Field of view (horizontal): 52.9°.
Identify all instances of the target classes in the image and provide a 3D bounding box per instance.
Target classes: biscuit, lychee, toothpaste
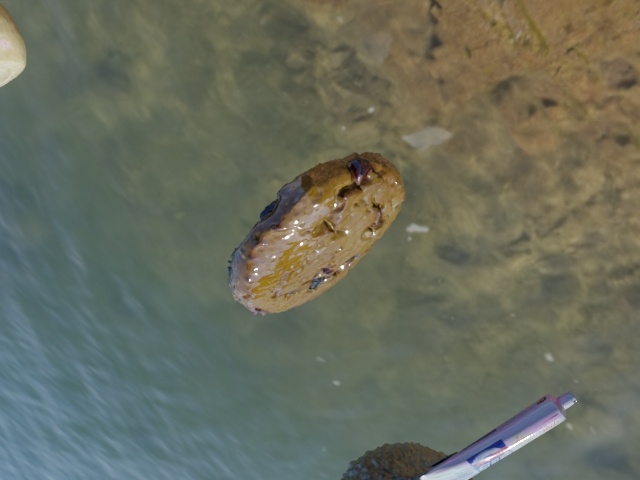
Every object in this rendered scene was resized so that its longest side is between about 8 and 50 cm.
[{"bbox_3d":[0.001,0.002,0.897,0.075,0.296,0.296,52,144,22],"label":"biscuit"},{"bbox_3d":[0.139,0.461,1.032,0.255,0.255,0.274,17,124,22],"label":"lychee"},{"bbox_3d":[0.176,0.198,0.629,0.170,0.028,0.045,-37,125,12],"label":"toothpaste"}]

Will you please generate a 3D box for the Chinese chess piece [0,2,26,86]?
[{"bbox_3d":[-0.546,-0.248,0.879,0.270,0.270,0.112,-13,106,42],"label":"Chinese chess piece"}]
